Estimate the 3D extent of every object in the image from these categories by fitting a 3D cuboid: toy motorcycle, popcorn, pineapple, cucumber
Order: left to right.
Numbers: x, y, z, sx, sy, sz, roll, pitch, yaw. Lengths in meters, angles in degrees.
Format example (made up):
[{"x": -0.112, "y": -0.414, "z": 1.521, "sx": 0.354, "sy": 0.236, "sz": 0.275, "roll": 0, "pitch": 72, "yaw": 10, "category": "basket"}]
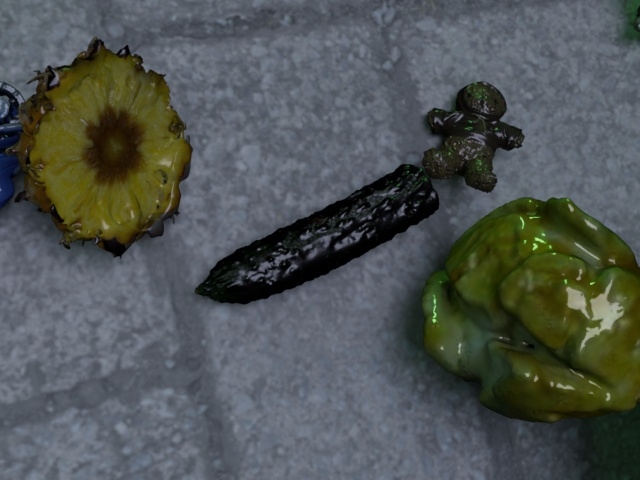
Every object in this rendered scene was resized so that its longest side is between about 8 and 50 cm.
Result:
[{"x": -0.342, "y": -0.059, "z": 0.887, "sx": 0.114, "sy": 0.076, "sz": 0.205, "roll": 42, "pitch": 67, "yaw": -18, "category": "toy motorcycle"}, {"x": -0.220, "y": -0.088, "z": 0.901, "sx": 0.224, "sy": 0.076, "sz": 0.225, "roll": -5, "pitch": 96, "yaw": -52, "category": "pineapple"}, {"x": 0.001, "y": 0.002, "z": 1.001, "sx": 0.300, "sy": 0.072, "sz": 0.072, "roll": -28, "pitch": 90, "yaw": -21, "category": "cucumber"}, {"x": 0.251, "y": 0.089, "z": 0.976, "sx": 0.225, "sy": 0.276, "sz": 0.276, "roll": -43, "pitch": 97, "yaw": 16, "category": "popcorn"}]

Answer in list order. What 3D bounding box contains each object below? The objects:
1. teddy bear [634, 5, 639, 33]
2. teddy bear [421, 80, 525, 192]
[{"x": 0.479, "y": -0.289, "z": 1.218, "sx": 0.133, "sy": 0.111, "sz": 0.213, "roll": -9, "pitch": 108, "yaw": -1, "category": "teddy bear"}, {"x": 0.178, "y": -0.115, "z": 1.086, "sx": 0.119, "sy": 0.078, "sz": 0.160, "roll": 18, "pitch": 56, "yaw": 6, "category": "teddy bear"}]
